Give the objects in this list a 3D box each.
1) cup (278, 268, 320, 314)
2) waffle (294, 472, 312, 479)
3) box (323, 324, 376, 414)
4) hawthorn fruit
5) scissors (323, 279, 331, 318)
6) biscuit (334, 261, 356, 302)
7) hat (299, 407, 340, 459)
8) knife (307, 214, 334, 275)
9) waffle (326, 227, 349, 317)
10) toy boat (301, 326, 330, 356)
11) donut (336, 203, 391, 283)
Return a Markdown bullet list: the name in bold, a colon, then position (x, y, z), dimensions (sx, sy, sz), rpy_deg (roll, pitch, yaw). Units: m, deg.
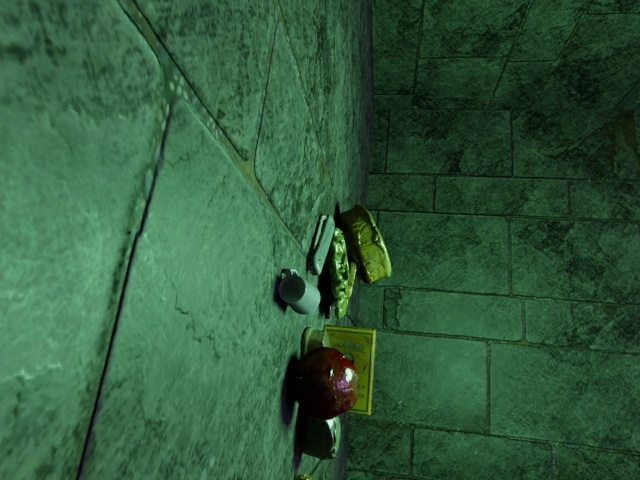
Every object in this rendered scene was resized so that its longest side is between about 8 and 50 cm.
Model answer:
- **cup**: position (-0.053, 0.106, 0.925), dimensions (0.116, 0.074, 0.104), rpy_deg (56, 14, -66)
- **waffle**: position (-0.055, 0.737, 1.160), dimensions (0.102, 0.043, 0.147), rpy_deg (77, 19, -63)
- **box**: position (0.101, 0.473, 1.538), dimensions (0.084, 0.193, 0.301), rpy_deg (38, 56, -79)
- **hawthorn fruit**: position (0.003, 0.359, 1.041), dimensions (0.235, 0.181, 0.181), rpy_deg (43, 50, -60)
- **scissors**: position (0.040, 0.174, 1.610), dimensions (0.247, 0.017, 0.144), rpy_deg (-76, 166, -51)
- **biscuit**: position (0.106, 0.180, 1.702), dimensions (0.212, 0.041, 0.238), rpy_deg (-87, -166, -54)
- **hat**: position (0.014, 0.520, 1.256), dimensions (0.244, 0.149, 0.214), rpy_deg (-54, 148, -53)
- **knife**: position (0.001, 0.003, 1.262), dimensions (0.265, 0.041, 0.073), rpy_deg (-73, 152, -53)
- **waffle**: position (0.070, 0.120, 1.496), dimensions (0.297, 0.073, 0.317), rpy_deg (77, 9, -60)
- **toy boat**: position (-0.012, 0.321, 1.218), dimensions (0.188, 0.061, 0.116), rpy_deg (78, 18, -56)
- **donut**: position (0.167, 0.021, 1.724), dimensions (0.330, 0.160, 0.329), rpy_deg (159, -90, -87)
